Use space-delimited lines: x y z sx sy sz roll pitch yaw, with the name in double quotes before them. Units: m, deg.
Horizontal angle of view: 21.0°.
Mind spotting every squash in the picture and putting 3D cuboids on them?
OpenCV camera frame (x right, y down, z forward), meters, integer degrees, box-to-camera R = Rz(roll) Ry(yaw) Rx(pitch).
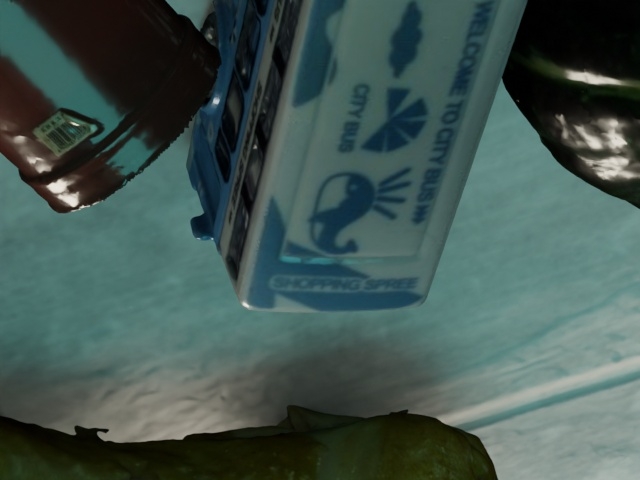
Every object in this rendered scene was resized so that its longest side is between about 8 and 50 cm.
"squash" 0.176 -0.107 0.724 0.218 0.172 0.218 -21 139 -20

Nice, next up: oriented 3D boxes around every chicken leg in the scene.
"chicken leg" -0.068 0.153 0.917 0.429 0.152 0.201 13 143 -19

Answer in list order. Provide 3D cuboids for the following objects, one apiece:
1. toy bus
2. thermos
"toy bus" 0.021 -0.111 0.702 0.106 0.131 0.297 0 130 -18
"thermos" -0.147 -0.118 0.643 0.099 0.124 0.232 -31 120 23
